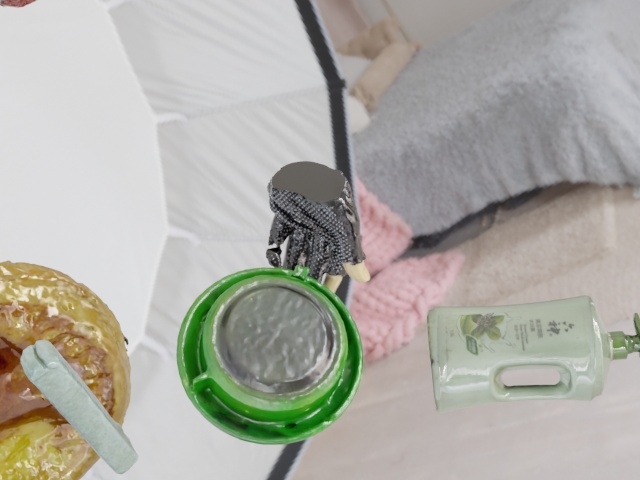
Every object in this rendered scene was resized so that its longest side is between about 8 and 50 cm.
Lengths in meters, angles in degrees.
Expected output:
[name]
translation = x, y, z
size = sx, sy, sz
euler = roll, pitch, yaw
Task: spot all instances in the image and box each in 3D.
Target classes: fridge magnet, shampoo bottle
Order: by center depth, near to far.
[fridge magnet]
translation = -0.053, 0.120, 0.936
size = 0.208, 0.208, 0.088
euler = -47, -11, -29
[shampoo bottle]
translation = 0.238, 0.122, 0.940
size = 0.234, 0.118, 0.087
euler = -6, -8, 9

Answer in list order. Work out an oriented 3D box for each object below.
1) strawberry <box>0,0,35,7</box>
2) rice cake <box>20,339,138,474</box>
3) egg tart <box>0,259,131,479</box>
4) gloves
[strawberry]
translation = -0.475, -0.433, 1.321
size = 0.086, 0.145, 0.145
euler = -18, 12, -17
[rice cake]
translation = -0.185, 0.134, 0.667
size = 0.029, 0.170, 0.033
euler = -37, 51, -15
[egg tart]
translation = -0.497, 0.219, 1.247
size = 0.443, 0.443, 0.178
euler = -41, 38, -13
[gloves]
translation = -0.002, -0.002, 1.085
size = 0.129, 0.180, 0.106
euler = -1, 40, 5
